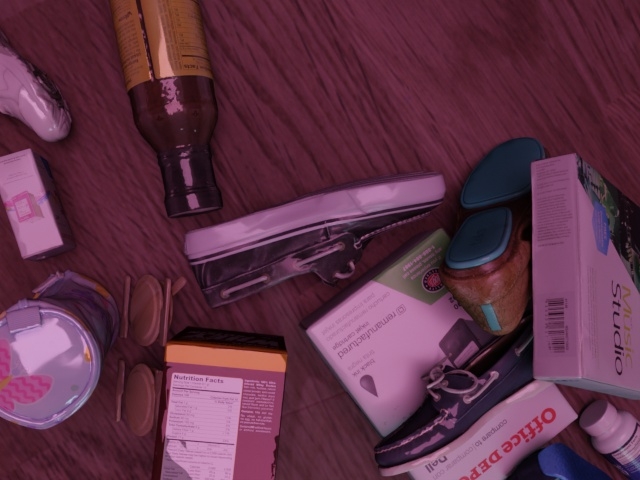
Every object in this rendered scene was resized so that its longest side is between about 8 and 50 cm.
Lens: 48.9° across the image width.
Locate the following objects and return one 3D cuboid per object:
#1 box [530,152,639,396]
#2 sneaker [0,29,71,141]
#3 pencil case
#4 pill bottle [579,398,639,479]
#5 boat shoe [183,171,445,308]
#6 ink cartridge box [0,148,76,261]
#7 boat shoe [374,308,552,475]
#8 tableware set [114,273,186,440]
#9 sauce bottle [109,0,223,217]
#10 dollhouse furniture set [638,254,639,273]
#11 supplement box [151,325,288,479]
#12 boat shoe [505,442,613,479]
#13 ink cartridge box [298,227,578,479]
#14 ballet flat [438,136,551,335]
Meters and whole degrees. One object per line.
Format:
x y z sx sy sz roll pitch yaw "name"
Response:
0.336 0.059 0.820 0.322 0.058 0.232 20 69 -48 "box"
-0.408 -0.192 0.866 0.115 0.090 0.232 -44 83 1 "sneaker"
-0.286 0.106 0.769 0.113 0.273 0.124 3 94 -12 "pencil case"
0.404 0.268 0.931 0.120 0.067 0.067 42 84 -3 "pill bottle"
0.000 0.000 0.889 0.335 0.121 0.119 -16 97 5 "boat shoe"
-0.347 -0.040 0.856 0.052 0.088 0.122 -18 90 -9 "ink cartridge box"
0.159 0.164 0.772 0.254 0.095 0.079 -30 92 -9 "boat shoe"
-0.204 0.139 0.861 0.039 0.128 0.194 6 86 -38 "tableware set"
-0.189 -0.201 0.869 0.111 0.111 0.344 -9 90 -6 "sauce bottle"
0.484 0.155 0.826 0.301 0.197 0.151 25 98 -37 "dollhouse furniture set"
-0.113 0.209 0.818 0.129 0.191 0.194 6 87 -4 "supplement box"
0.316 0.326 0.865 0.089 0.109 0.258 -35 115 23 "boat shoe"
0.143 0.160 0.881 0.211 0.121 0.289 -37 92 -7 "ink cartridge box"
0.225 -0.006 0.842 0.116 0.342 0.124 -13 114 27 "ballet flat"
